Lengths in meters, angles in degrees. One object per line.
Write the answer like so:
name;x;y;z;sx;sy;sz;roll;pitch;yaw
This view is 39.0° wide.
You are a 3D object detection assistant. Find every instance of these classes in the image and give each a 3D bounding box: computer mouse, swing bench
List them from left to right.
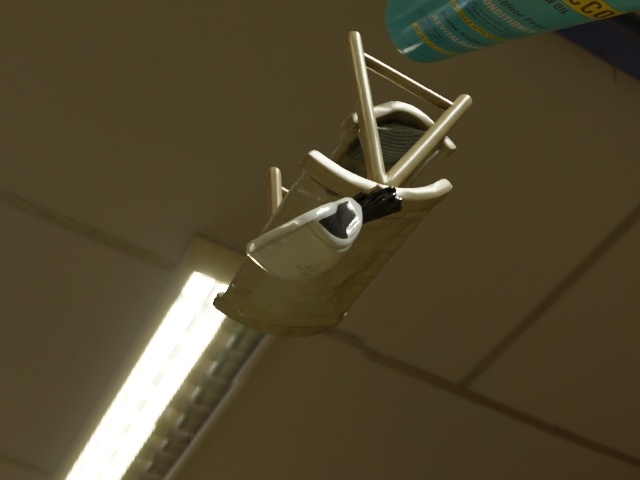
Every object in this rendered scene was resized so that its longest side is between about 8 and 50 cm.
computer mouse;0.000;0.000;0.672;0.106;0.193;0.042;-26;-90;18
swing bench;0.026;-0.044;1.015;0.165;0.254;0.253;27;-46;-10

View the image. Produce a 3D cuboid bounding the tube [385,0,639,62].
tube;0.100;-0.129;0.452;0.080;0.207;0.052;23;-96;-20
